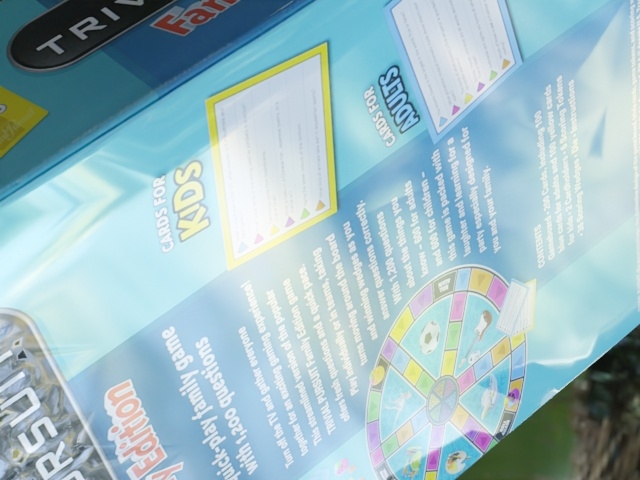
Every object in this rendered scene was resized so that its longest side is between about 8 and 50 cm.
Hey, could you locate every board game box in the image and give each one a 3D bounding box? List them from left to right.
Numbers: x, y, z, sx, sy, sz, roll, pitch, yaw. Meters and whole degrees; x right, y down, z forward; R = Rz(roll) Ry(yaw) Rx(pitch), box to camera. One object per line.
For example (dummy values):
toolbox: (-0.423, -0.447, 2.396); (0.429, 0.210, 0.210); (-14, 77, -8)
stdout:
board game box: (0.000, 0.000, 0.452); (0.079, 0.336, 0.254); (38, 155, 39)
